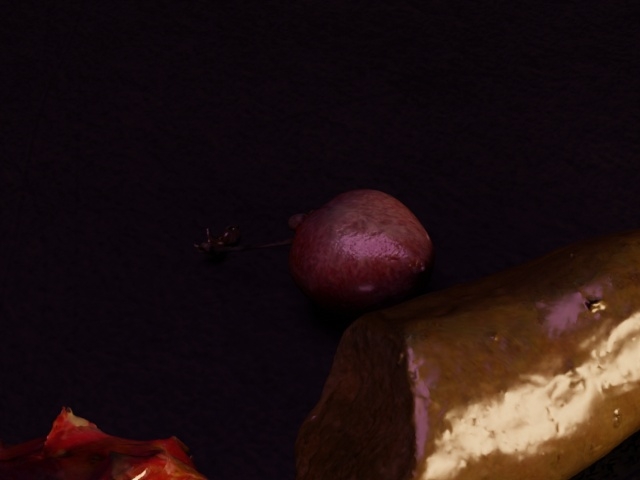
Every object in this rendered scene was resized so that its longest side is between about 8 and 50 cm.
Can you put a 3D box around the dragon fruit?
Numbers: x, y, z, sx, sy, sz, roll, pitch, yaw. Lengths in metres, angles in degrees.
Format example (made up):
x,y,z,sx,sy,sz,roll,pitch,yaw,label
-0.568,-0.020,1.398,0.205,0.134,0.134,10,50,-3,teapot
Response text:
x,y,z,sx,sy,sz,roll,pitch,yaw,label
-0.211,0.190,0.838,0.274,0.126,0.161,-39,49,-25,dragon fruit

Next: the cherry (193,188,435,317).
x,y,z,sx,sy,sz,roll,pitch,yaw,label
0.000,0.000,1.019,0.225,0.090,0.107,19,63,41,cherry

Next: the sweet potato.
x,y,z,sx,sy,sz,roll,pitch,yaw,label
0.148,0.087,0.850,0.369,0.158,0.158,-19,43,-16,sweet potato
